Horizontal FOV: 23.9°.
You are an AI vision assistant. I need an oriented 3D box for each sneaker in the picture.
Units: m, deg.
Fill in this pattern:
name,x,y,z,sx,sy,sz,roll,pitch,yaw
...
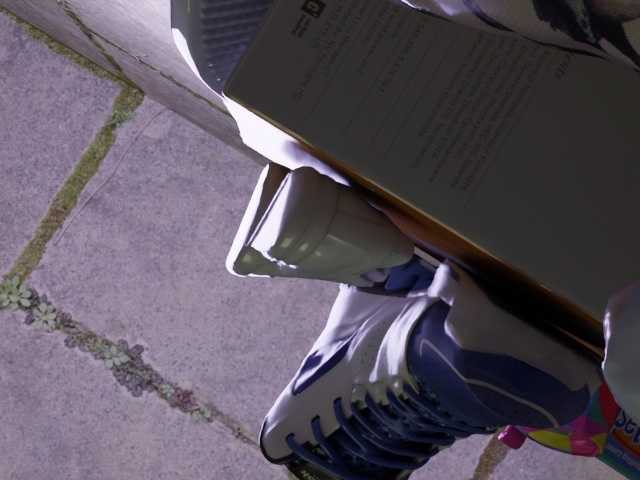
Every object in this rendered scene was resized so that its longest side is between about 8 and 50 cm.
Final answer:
name,x,y,z,sx,sy,sz,roll,pitch,yaw
sneaker,0.000,0.000,0.973,0.094,0.080,0.212,21,178,-13
sneaker,0.061,0.107,1.001,0.127,0.182,0.315,31,178,-16
sneaker,-0.071,-0.195,1.145,0.150,0.135,0.366,54,170,16

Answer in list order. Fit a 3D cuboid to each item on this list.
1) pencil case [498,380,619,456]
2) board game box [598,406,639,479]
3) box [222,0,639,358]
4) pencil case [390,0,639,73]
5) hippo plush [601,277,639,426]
name,x,y,z,sx,sy,sz,roll,pitch,yaw
pencil case,0.238,0.080,1.375,0.104,0.236,0.104,22,163,7
board game box,0.343,0.136,1.461,0.160,0.210,0.047,33,176,-27
box,0.131,-0.058,0.958,0.345,0.168,0.215,31,176,3
pencil case,0.106,-0.118,0.440,0.410,0.160,0.183,29,-170,38
hippo plush,0.209,0.001,0.584,0.236,0.234,0.294,51,-177,-44
